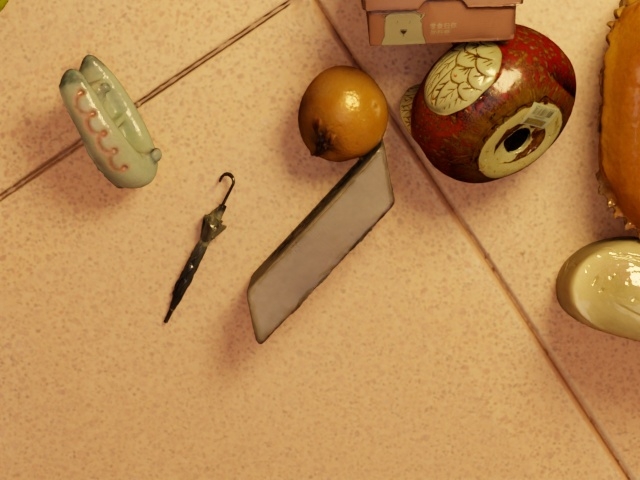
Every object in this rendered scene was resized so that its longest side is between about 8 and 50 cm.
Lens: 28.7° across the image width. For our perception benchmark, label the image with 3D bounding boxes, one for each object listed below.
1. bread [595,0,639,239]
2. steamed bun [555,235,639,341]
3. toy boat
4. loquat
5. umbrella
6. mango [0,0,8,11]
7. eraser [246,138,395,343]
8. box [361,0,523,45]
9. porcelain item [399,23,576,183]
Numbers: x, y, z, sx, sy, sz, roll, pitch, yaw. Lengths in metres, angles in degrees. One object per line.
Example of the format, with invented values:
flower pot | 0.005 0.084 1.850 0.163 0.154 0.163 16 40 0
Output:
bread | 0.503 -0.181 1.799 0.236 0.183 0.388 -9 105 1
steamed bun | 0.484 0.074 1.861 0.250 0.200 0.155 12 92 3
toy boat | -0.299 -0.173 1.834 0.079 0.134 0.207 -21 106 16
loquat | 0.033 -0.184 1.830 0.141 0.141 0.141 0 105 1
umbrella | -0.185 0.019 1.938 0.044 0.044 0.269 30 107 21
mango | -0.516 -0.395 1.808 0.117 0.089 0.163 -39 90 18
eraser | -0.001 -0.001 1.891 0.077 0.111 0.352 41 102 -10
box | 0.162 -0.348 1.745 0.215 0.215 0.086 -2 119 0
porcelain item | 0.235 -0.216 1.803 0.253 0.253 0.253 0 105 1
